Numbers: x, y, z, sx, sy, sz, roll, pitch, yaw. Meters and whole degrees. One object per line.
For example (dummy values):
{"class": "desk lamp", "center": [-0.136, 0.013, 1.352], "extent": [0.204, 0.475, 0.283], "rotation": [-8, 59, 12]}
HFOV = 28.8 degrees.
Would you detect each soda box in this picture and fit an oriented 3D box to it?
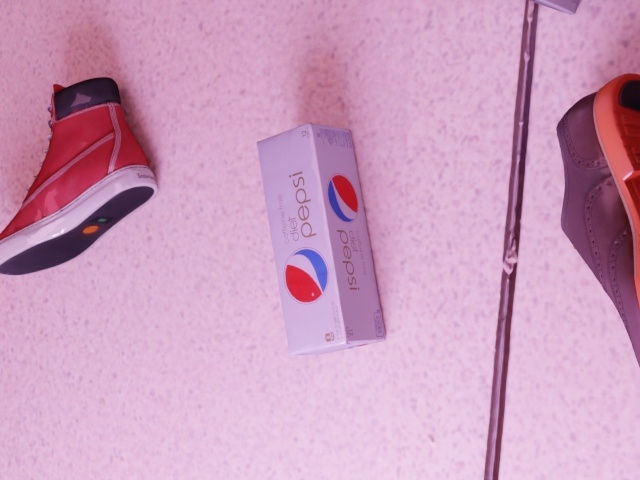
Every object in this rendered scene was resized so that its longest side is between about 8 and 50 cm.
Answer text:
{"class": "soda box", "center": [0.000, 0.000, 1.212], "extent": [0.073, 0.069, 0.216], "rotation": [-16, 78, 36]}

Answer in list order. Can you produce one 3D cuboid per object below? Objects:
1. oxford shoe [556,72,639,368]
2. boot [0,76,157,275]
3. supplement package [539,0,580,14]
{"class": "oxford shoe", "center": [0.258, 0.007, 1.018], "extent": [0.098, 0.096, 0.271], "rotation": [-27, 67, 54]}
{"class": "boot", "center": [-0.309, -0.078, 1.440], "extent": [0.244, 0.088, 0.176], "rotation": [-32, 69, 23]}
{"class": "supplement package", "center": [0.145, -0.349, 1.015], "extent": [0.198, 0.199, 0.263], "rotation": [25, 103, 22]}
